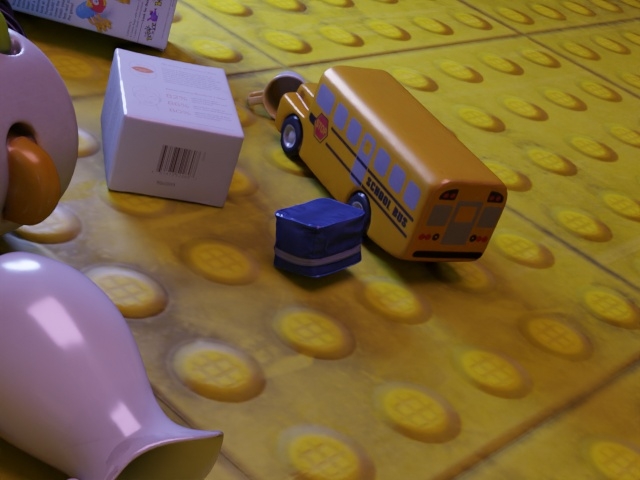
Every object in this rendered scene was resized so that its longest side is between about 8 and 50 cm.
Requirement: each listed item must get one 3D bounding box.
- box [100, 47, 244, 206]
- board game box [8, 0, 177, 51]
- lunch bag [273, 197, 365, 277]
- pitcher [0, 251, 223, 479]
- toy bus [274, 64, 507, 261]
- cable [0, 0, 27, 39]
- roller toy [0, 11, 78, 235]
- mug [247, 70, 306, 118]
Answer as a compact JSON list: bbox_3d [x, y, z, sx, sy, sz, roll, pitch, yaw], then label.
[{"bbox_3d":[-0.166,-0.125,1.303,0.130,0.091,0.170,9,30,-18],"label":"box"},{"bbox_3d":[-0.317,-0.356,1.539,0.275,0.144,0.142,14,13,-10],"label":"board game box"},{"bbox_3d":[0.000,0.000,1.214,0.067,0.065,0.098,20,25,37],"label":"lunch bag"},{"bbox_3d":[-0.198,0.117,0.842,0.178,0.125,0.207,-29,64,-36],"label":"pitcher"},{"bbox_3d":[0.068,-0.097,1.356,0.108,0.130,0.333,1,33,-31],"label":"toy bus"},{"bbox_3d":[-0.420,-0.268,1.386,0.184,0.047,0.150,35,32,-19],"label":"cable"},{"bbox_3d":[-0.323,-0.086,1.034,0.209,0.191,0.146,59,31,-3],"label":"roller toy"},{"bbox_3d":[-0.049,-0.193,1.534,0.078,0.062,0.064,23,20,-7],"label":"mug"}]
